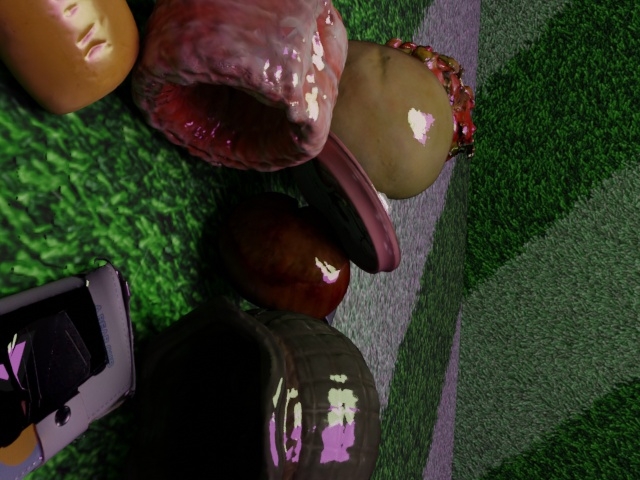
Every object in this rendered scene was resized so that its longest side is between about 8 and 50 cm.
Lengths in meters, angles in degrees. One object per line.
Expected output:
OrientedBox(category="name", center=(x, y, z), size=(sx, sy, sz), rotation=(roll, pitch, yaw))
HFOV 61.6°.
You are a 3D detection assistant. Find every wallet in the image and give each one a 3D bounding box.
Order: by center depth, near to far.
OrientedBox(category="wallet", center=(-0.257, 0.124, 0.491), size=(0.231, 0.069, 0.170), rotation=(-30, 116, -60))

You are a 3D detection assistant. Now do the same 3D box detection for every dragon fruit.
OrientedBox(category="dragon fruit", center=(0.198, -0.299, 1.195), size=(0.291, 0.250, 0.269), rotation=(42, 47, -41))

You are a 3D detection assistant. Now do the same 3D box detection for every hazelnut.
OrientedBox(category="hazelnut", center=(-0.055, 0.032, 0.768), size=(0.178, 0.204, 0.178), rotation=(-53, 167, -17))

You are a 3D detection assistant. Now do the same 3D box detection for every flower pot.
OrientedBox(category="flower pot", center=(-0.089, 0.216, 0.643), size=(0.213, 0.302, 0.301), rotation=(26, 69, -46))

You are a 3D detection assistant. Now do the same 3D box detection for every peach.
OrientedBox(category="peach", center=(0.071, -0.194, 0.898), size=(0.247, 0.292, 0.292), rotation=(-35, 128, -29))

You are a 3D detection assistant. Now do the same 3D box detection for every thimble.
OrientedBox(category="thimble", center=(-0.090, -0.197, 0.613), size=(0.239, 0.239, 0.162), rotation=(46, 52, -58))

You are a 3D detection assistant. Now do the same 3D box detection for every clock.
OrientedBox(category="clock", center=(0.034, -0.059, 0.752), size=(0.056, 0.244, 0.244), rotation=(-34, 135, -12))

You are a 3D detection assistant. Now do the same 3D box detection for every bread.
OrientedBox(category="bread", center=(-0.250, -0.252, 0.429), size=(0.142, 0.091, 0.305), rotation=(-61, 145, -32))

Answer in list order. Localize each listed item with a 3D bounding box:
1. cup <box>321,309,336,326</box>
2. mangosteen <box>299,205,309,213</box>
OrientedBox(category="cup", center=(-0.012, 0.138, 1.025), size=(0.100, 0.078, 0.077), rotation=(-62, 178, 38))
OrientedBox(category="mangosteen", center=(0.000, 0.000, 0.933), size=(0.151, 0.137, 0.137), rotation=(-15, 108, -40))
